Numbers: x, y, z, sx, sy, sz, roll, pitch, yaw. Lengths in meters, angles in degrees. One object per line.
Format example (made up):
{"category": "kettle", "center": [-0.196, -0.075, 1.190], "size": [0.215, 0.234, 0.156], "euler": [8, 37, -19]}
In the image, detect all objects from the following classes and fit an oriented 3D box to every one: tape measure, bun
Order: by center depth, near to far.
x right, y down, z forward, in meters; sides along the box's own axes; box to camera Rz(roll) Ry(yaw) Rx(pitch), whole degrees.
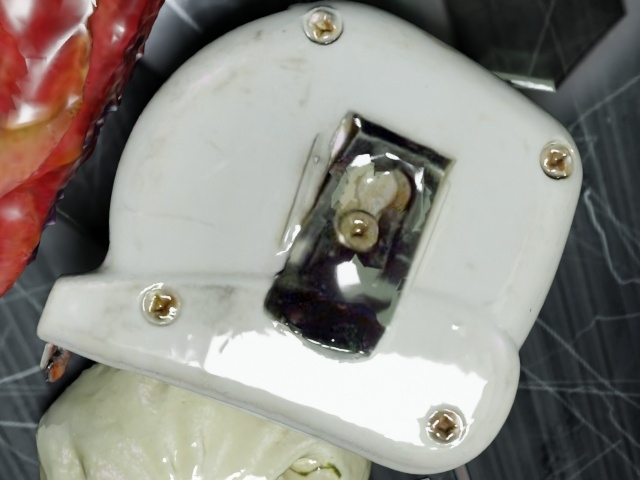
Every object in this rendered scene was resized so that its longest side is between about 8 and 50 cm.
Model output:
{"category": "tape measure", "center": [0.000, 0.000, 0.740], "size": [0.258, 0.130, 0.265], "euler": [20, 91, -1]}
{"category": "bun", "center": [-0.068, 0.164, 0.846], "size": [0.231, 0.133, 0.231], "euler": [-7, 117, -13]}

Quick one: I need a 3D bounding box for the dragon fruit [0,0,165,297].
{"category": "dragon fruit", "center": [-0.220, -0.143, 0.569], "size": [0.329, 0.228, 0.286], "euler": [28, 84, -17]}

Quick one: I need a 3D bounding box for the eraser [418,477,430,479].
{"category": "eraser", "center": [0.046, 0.205, 0.955], "size": [0.083, 0.019, 0.038], "euler": [-18, 117, -4]}
